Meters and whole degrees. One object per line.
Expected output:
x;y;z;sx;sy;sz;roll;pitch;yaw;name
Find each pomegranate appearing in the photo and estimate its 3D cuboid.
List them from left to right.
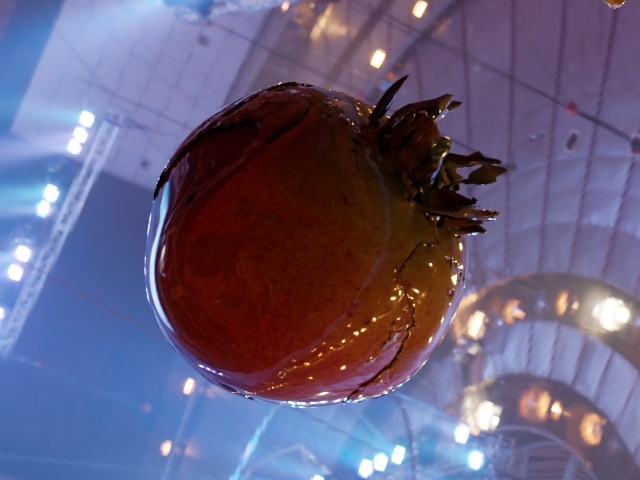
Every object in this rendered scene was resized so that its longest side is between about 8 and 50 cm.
0.000;0.000;0.678;0.235;0.210;0.210;-32;-143;30;pomegranate

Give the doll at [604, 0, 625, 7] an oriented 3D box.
0.232;-0.178;0.652;0.127;0.084;0.073;-19;-168;37;doll
